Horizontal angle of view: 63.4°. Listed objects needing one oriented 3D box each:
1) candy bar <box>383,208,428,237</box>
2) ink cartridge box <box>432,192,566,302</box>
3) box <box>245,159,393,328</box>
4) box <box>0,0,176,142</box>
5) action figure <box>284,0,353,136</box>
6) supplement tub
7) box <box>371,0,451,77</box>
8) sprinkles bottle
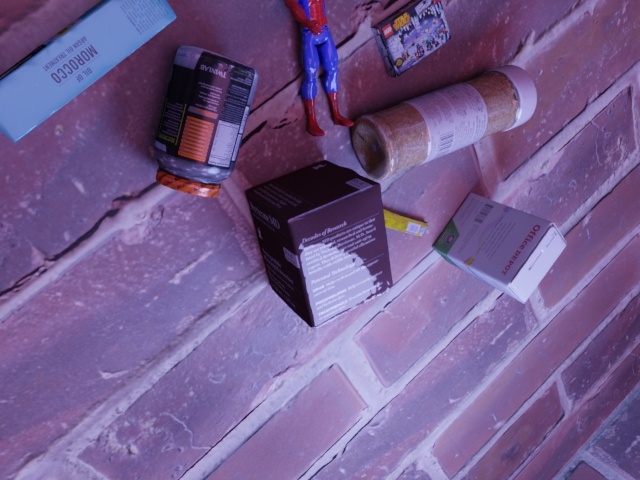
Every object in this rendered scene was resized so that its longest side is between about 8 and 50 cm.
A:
[{"bbox_3d":[0.160,-0.036,1.053,0.161,0.018,0.040,13,106,-36],"label":"candy bar"},{"bbox_3d":[0.369,0.010,1.082,0.093,0.212,0.154,37,87,-37],"label":"ink cartridge box"},{"bbox_3d":[0.000,0.000,0.872,0.167,0.168,0.203,-24,120,-21],"label":"box"},{"bbox_3d":[-0.299,-0.226,0.632,0.244,0.100,0.060,-43,125,-11],"label":"box"},{"bbox_3d":[0.014,-0.299,0.782,0.091,0.139,0.280,-25,118,-23],"label":"action figure"},{"bbox_3d":[-0.166,-0.165,0.732,0.117,0.117,0.190,10,105,-35],"label":"supplement tub"},{"bbox_3d":[0.162,-0.364,0.911,0.137,0.027,0.094,-39,124,-13],"label":"box"},{"bbox_3d":[0.233,-0.222,0.956,0.355,0.121,0.121,-24,120,-22],"label":"sprinkles bottle"}]
